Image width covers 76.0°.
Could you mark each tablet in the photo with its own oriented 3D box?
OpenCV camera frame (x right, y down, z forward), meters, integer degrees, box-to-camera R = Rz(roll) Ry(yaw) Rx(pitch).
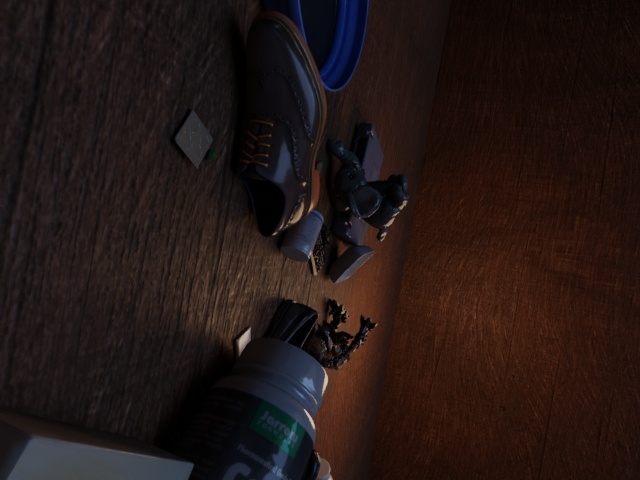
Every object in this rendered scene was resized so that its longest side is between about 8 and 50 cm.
[{"bbox_3d":[-0.151,0.219,0.810,0.054,0.006,0.083,-41,136,-60],"label":"tablet"}]

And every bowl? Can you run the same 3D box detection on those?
[{"bbox_3d":[0.004,-0.495,0.787,0.391,0.077,0.392,11,90,-70],"label":"bowl"},{"bbox_3d":[0.089,0.065,1.256,0.142,0.053,0.142,-46,167,19],"label":"bowl"}]

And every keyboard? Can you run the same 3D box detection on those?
[{"bbox_3d":[0.000,0.000,1.072,0.192,0.038,0.100,81,27,-44],"label":"keyboard"}]

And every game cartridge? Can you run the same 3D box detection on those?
[{"bbox_3d":[0.126,-0.160,1.308,0.230,0.068,0.355,47,56,-71],"label":"game cartridge"}]

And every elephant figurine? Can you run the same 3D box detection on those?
[{"bbox_3d":[0.102,-0.132,1.109,0.169,0.239,0.186,134,-39,-54],"label":"elephant figurine"}]

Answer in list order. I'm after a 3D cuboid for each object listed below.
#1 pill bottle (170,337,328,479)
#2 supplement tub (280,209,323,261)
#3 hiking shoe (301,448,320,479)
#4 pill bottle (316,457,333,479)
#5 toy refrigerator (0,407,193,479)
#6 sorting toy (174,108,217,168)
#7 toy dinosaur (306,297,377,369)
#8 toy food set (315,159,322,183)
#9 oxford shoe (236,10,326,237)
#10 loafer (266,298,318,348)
[{"bbox_3d":[-0.129,0.350,0.648,0.361,0.204,0.204,-61,153,-42],"label":"pill bottle"},{"bbox_3d":[-0.040,-0.015,0.907,0.071,0.070,0.107,66,39,-57],"label":"supplement tub"},{"bbox_3d":[-0.106,0.476,0.799,0.226,0.086,0.114,-28,136,-10],"label":"hiking shoe"},{"bbox_3d":[-0.016,0.795,1.303,0.112,0.111,0.187,-34,131,-63],"label":"pill bottle"},{"bbox_3d":[-0.250,0.249,0.417,0.270,0.102,0.094,70,36,-55],"label":"toy refrigerator"},{"bbox_3d":[-0.172,-0.133,0.575,0.083,0.012,0.062,62,37,-54],"label":"sorting toy"},{"bbox_3d":[0.042,0.312,1.248,0.218,0.164,0.322,-57,172,-17],"label":"toy dinosaur"},{"bbox_3d":[-0.019,-0.144,0.980,0.122,0.019,0.078,-57,151,-63],"label":"toy food set"},{"bbox_3d":[-0.072,-0.166,0.672,0.133,0.129,0.364,-50,145,-44],"label":"oxford shoe"},{"bbox_3d":[-0.085,0.250,0.891,0.096,0.084,0.268,75,32,-50],"label":"loafer"}]
